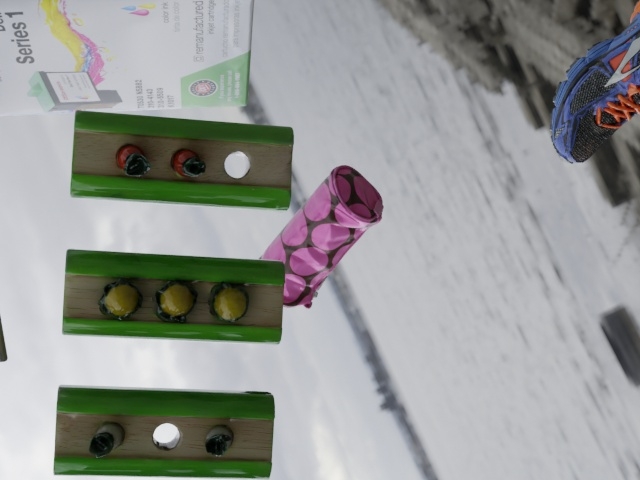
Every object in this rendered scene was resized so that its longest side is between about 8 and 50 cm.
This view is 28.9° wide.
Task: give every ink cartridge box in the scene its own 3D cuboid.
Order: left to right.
[{"bbox_3d":[-0.202,-0.206,1.085,0.201,0.278,0.117,102,163,-67],"label":"ink cartridge box"}]

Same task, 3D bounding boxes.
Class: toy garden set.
[{"bbox_3d":[-0.119,0.059,0.591,0.049,0.204,0.244,-173,86,-80],"label":"toy garden set"}]

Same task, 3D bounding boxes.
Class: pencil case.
[{"bbox_3d":[0.000,0.000,1.653,0.098,0.209,0.095,41,-145,2],"label":"pencil case"}]

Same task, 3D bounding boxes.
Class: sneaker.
[{"bbox_3d":[0.304,-0.158,1.177,0.083,0.221,0.087,20,-155,-44],"label":"sneaker"}]
